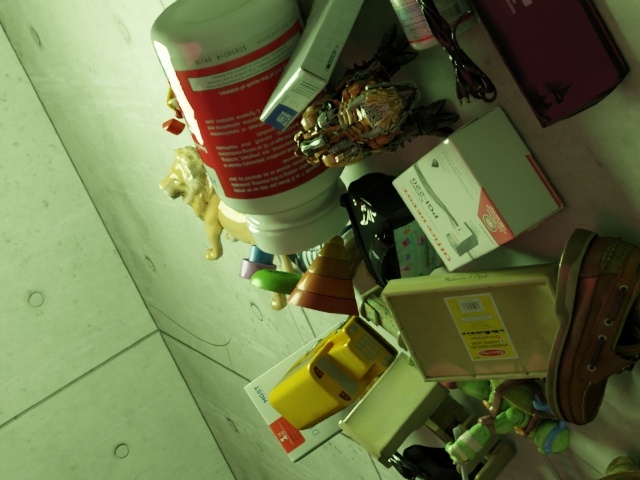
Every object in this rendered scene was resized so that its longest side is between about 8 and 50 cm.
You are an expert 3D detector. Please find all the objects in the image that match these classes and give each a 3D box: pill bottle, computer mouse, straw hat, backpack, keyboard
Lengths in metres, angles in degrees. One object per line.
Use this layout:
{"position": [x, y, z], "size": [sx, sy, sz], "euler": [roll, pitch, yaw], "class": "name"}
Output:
{"position": [-0.091, -0.191, 1.798], "size": [0.229, 0.229, 0.407], "euler": [27, 145, 53], "class": "pill bottle"}
{"position": [0.173, 0.390, 2.036], "size": [0.262, 0.060, 0.184], "euler": [15, -166, -46], "class": "computer mouse"}
{"position": [0.428, 0.338, 1.608], "size": [0.144, 0.145, 0.061], "euler": [81, -170, -45], "class": "straw hat"}
{"position": [0.117, -0.004, 1.764], "size": [0.152, 0.115, 0.182], "euler": [50, 162, 52], "class": "backpack"}
{"position": [0.192, -0.270, 1.269], "size": [0.202, 0.033, 0.317], "euler": [-27, 95, 41], "class": "keyboard"}
{"position": [0.118, -0.316, 1.368], "size": [0.087, 0.087, 0.160], "euler": [8, 126, 64], "class": "pill bottle"}

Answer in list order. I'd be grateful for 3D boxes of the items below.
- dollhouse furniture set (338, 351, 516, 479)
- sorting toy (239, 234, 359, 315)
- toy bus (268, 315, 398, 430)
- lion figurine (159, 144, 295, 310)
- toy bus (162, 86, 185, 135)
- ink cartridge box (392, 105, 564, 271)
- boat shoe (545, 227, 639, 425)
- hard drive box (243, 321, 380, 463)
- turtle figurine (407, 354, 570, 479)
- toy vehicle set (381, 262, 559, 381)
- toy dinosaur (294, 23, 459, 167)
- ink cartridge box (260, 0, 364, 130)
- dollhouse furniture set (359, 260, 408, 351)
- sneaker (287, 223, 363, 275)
{"position": [0.168, 0.323, 1.932], "size": [0.212, 0.161, 0.242], "euler": [36, 173, 44], "class": "dollhouse furniture set"}
{"position": [-0.039, 0.034, 1.960], "size": [0.365, 0.127, 0.126], "euler": [20, 99, 63], "class": "sorting toy"}
{"position": [0.018, 0.241, 2.051], "size": [0.108, 0.130, 0.332], "euler": [44, 154, 0], "class": "toy bus"}
{"position": [-0.154, -0.035, 2.334], "size": [0.392, 0.142, 0.240], "euler": [27, 138, 29], "class": "lion figurine"}
{"position": [-0.184, -0.252, 2.097], "size": [0.202, 0.191, 0.104], "euler": [119, 160, -65], "class": "toy bus"}
{"position": [0.203, -0.063, 1.524], "size": [0.158, 0.092, 0.218], "euler": [57, 161, 3], "class": "ink cartridge box"}
{"position": [0.349, 0.129, 1.422], "size": [0.105, 0.110, 0.307], "euler": [16, 137, 26], "class": "boat shoe"}
{"position": [-0.003, 0.299, 2.260], "size": [0.181, 0.232, 0.089], "euler": [55, 180, 8], "class": "hard drive box"}
{"position": [0.249, 0.278, 1.749], "size": [0.266, 0.198, 0.274], "euler": [48, 154, 38], "class": "turtle figurine"}
{"position": [0.232, 0.120, 1.605], "size": [0.267, 0.035, 0.166], "euler": [-7, 119, 36], "class": "toy vehicle set"}
{"position": [0.044, -0.170, 1.537], "size": [0.322, 0.218, 0.164], "euler": [16, 133, 53], "class": "toy dinosaur"}
{"position": [0.003, -0.280, 1.562], "size": [0.045, 0.223, 0.223], "euler": [26, 163, -10], "class": "ink cartridge box"}
{"position": [0.124, 0.142, 1.963], "size": [0.182, 0.101, 0.160], "euler": [36, 150, 44], "class": "dollhouse furniture set"}
{"position": [0.000, 0.000, 2.048], "size": [0.153, 0.099, 0.282], "euler": [52, 161, 11], "class": "sneaker"}
